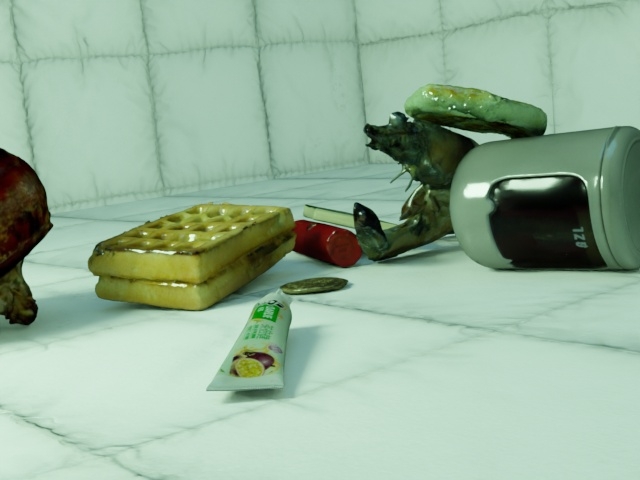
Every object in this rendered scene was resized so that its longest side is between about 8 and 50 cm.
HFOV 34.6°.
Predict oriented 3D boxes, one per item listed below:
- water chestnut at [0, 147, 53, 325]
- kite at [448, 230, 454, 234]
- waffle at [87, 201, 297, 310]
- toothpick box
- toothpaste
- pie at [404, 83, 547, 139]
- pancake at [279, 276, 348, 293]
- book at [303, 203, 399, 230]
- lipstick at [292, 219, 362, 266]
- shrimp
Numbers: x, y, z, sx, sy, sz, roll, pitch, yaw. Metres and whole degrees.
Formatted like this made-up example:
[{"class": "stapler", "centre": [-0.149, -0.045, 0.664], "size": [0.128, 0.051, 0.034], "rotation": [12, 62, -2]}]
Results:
[{"class": "water chestnut", "centre": [-0.538, 0.018, 1.512], "size": [0.350, 0.302, 0.350], "rotation": [-37, 14, 11]}, {"class": "kite", "centre": [0.322, -0.080, 1.953], "size": [0.314, 0.011, 0.335], "rotation": [-30, -27, 11]}, {"class": "waffle", "centre": [-0.199, 0.016, 1.683], "size": [0.224, 0.098, 0.327], "rotation": [4, 16, 25]}, {"class": "toothpick box", "centre": [0.341, -0.065, 1.569], "size": [0.316, 0.229, 0.229], "rotation": [-2, 9, 37]}, {"class": "toothpaste", "centre": [-0.068, 0.119, 1.180], "size": [0.058, 0.056, 0.314], "rotation": [-45, 6, 10]}, {"class": "pie", "centre": [0.242, -0.200, 1.606], "size": [0.240, 0.054, 0.240], "rotation": [10, 2, 0]}, {"class": "pancake", "centre": [-0.011, 0.069, 1.608], "size": [0.115, 0.011, 0.115], "rotation": [-6, 8, 1]}, {"class": "book", "centre": [0.073, -0.035, 1.980], "size": [0.202, 0.027, 0.264], "rotation": [11, 2, -6]}, {"class": "lipstick", "centre": [-0.001, 0.001, 1.890], "size": [0.073, 0.073, 0.279], "rotation": [-8, 7, -18]}, {"class": "shrimp", "centre": [0.141, -0.086, 1.678], "size": [0.272, 0.085, 0.445], "rotation": [-43, -27, 8]}]
